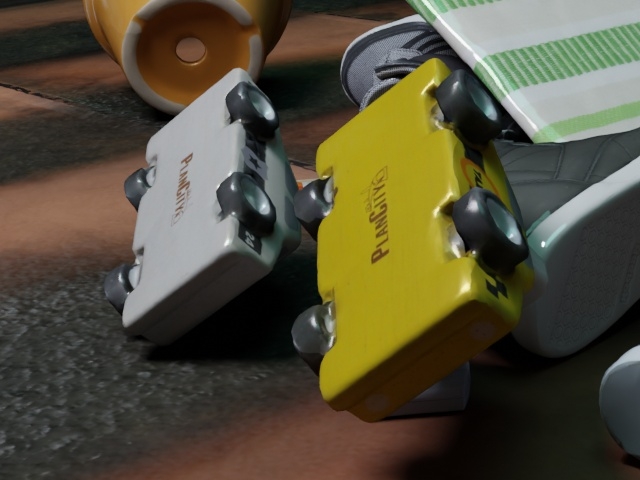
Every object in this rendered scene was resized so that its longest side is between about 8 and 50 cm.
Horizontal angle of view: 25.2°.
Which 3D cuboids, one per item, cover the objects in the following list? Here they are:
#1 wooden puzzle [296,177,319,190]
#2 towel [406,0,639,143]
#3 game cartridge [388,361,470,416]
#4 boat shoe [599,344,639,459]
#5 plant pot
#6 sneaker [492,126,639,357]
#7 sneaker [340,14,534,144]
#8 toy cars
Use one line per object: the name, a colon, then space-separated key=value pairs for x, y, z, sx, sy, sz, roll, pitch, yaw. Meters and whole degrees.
wooden puzzle: x=-0.003 y=-0.035 z=1.008 sx=0.116 sy=0.014 sz=0.078 roll=-7 pitch=17 yaw=-10
towel: x=0.195 y=-0.143 z=1.016 sx=0.248 sy=0.038 sz=0.325 roll=-15 pitch=54 yaw=-32
game cartridge: x=0.043 y=0.061 z=0.689 sx=0.056 sy=0.017 sz=0.083 roll=-1 pitch=17 yaw=-5
boat shoe: x=0.208 y=0.062 z=0.563 sx=0.183 sy=0.065 sz=0.083 roll=10 pitch=23 yaw=41
plant pot: x=-0.122 y=-0.214 z=1.339 sx=0.205 sy=0.205 sz=0.188 roll=-5 pitch=32 yaw=-4
sneaker: x=0.150 y=-0.033 z=0.812 sx=0.147 sy=0.104 sz=0.296 roll=19 pitch=32 yaw=40
sneaker: x=0.072 y=-0.110 z=1.075 sx=0.153 sy=0.101 sz=0.269 roll=-11 pitch=21 yaw=-37
toy cars: x=0.000 y=0.000 z=0.719 sx=0.176 sy=0.087 sz=0.394 roll=-55 pitch=27 yaw=-14
